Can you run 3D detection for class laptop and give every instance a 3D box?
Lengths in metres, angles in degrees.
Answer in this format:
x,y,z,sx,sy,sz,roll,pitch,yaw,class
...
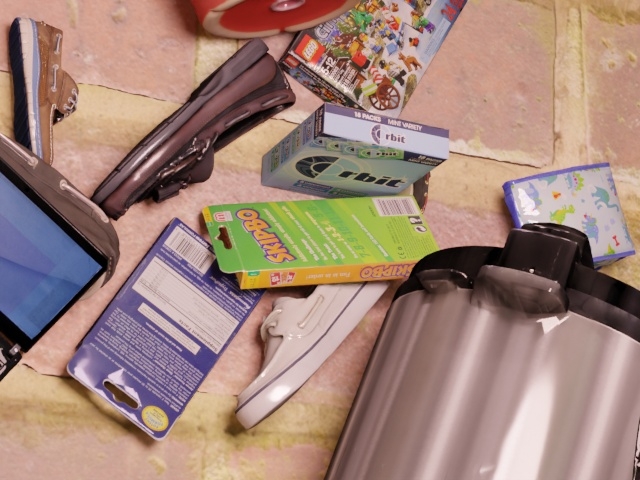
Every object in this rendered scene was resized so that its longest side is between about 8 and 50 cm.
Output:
x,y,z,sx,sy,sz,roll,pitch,yaw,class
-0.395,0.051,1.584,0.234,0.136,0.264,44,60,-6,laptop

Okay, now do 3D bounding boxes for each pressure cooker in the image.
x,y,z,sx,sy,sz,roll,pitch,yaw,class
0.214,0.194,1.678,0.375,0.370,0.420,31,65,-19,pressure cooker

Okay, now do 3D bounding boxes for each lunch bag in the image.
x,y,z,sx,sy,sz,roll,pitch,yaw,class
0.302,-0.021,1.960,0.151,0.096,0.129,-9,77,-37,lunch bag

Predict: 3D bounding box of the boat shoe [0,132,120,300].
x,y,z,sx,sy,sz,roll,pitch,yaw,class
-0.357,-0.064,1.671,0.335,0.112,0.095,40,26,-10,boat shoe

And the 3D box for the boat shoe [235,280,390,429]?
x,y,z,sx,sy,sz,roll,pitch,yaw,class
-0.024,0.102,1.766,0.088,0.096,0.267,43,58,0,boat shoe

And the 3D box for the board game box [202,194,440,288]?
x,y,z,sx,sy,sz,roll,pitch,yaw,class
0.000,0.000,1.791,0.259,0.039,0.124,-1,38,-17,board game box

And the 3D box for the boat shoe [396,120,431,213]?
x,y,z,sx,sy,sz,roll,pitch,yaw,class
0.111,-0.086,1.924,0.042,0.049,0.133,37,50,-42,boat shoe

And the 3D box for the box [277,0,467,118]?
x,y,z,sx,sy,sz,roll,pitch,yaw,class
0.068,-0.262,1.959,0.159,0.044,0.233,36,62,-10,box

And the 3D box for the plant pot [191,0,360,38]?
x,y,z,sx,sy,sz,roll,pitch,yaw,class
-0.066,-0.380,1.816,0.275,0.275,0.243,-8,80,-27,plant pot

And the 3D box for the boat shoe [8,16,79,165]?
x,y,z,sx,sy,sz,roll,pitch,yaw,class
-0.304,-0.163,1.739,0.066,0.066,0.183,1,72,-26,boat shoe

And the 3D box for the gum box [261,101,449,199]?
x,y,z,sx,sy,sz,roll,pitch,yaw,class
0.037,-0.095,1.808,0.157,0.184,0.041,11,69,-22,gum box

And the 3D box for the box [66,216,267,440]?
x,y,z,sx,sy,sz,roll,pitch,yaw,class
-0.172,0.099,1.729,0.136,0.036,0.225,39,60,-8,box

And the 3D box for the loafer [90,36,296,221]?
x,y,z,sx,sy,sz,roll,pitch,yaw,class
-0.134,-0.115,1.784,0.095,0.109,0.302,47,57,-9,loafer
